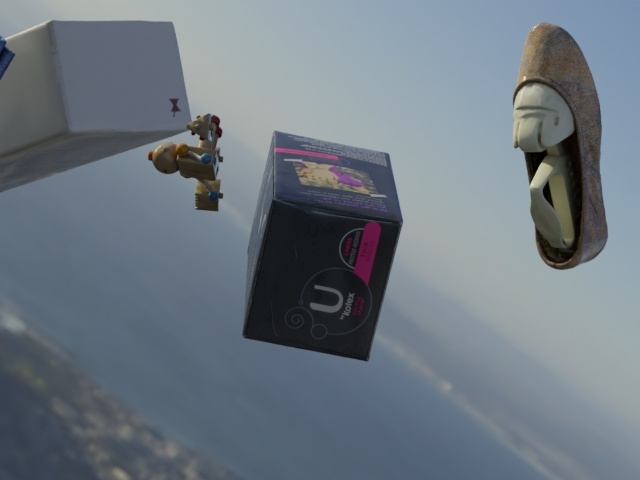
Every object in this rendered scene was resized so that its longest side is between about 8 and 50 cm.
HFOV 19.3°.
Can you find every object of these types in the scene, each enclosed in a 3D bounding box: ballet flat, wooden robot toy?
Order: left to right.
[{"bbox_3d":[-0.152,-0.096,2.106,0.079,0.076,0.173,4,-25,3],"label":"wooden robot toy"},{"bbox_3d":[0.288,-0.105,2.294,0.108,0.106,0.316,5,-62,42],"label":"ballet flat"}]

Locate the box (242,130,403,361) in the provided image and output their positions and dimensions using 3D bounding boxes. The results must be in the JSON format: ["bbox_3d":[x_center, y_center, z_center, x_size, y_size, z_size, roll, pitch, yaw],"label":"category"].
[{"bbox_3d":[0.000,0.000,2.063,0.143,0.165,0.270,11,18,-4],"label":"box"}]

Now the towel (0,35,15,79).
[{"bbox_3d":[-0.436,-0.171,1.809,0.285,0.209,0.034,37,11,26],"label":"towel"}]

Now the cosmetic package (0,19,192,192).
[{"bbox_3d":[-0.423,-0.181,2.666,0.453,0.161,0.230,-13,-5,42],"label":"cosmetic package"}]
